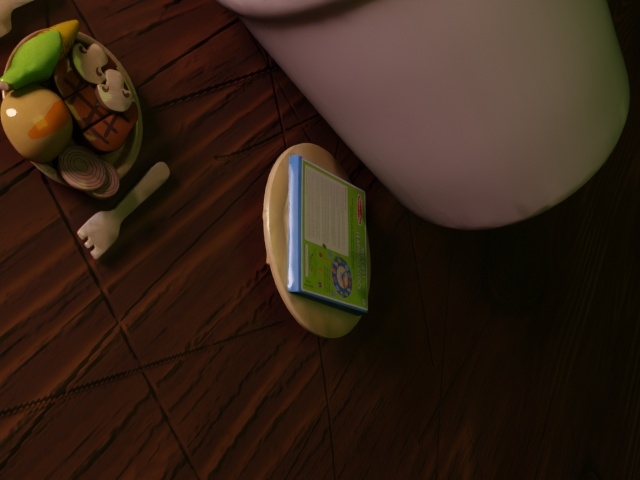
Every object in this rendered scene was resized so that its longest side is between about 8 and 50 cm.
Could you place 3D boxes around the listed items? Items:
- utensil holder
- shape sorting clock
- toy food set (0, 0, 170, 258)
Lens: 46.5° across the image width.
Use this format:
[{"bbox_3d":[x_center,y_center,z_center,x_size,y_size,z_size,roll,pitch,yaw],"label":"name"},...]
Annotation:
[{"bbox_3d":[0.116,-0.236,0.756,0.385,0.327,0.328,43,51,-44],"label":"utensil holder"},{"bbox_3d":[0.000,0.000,0.784,0.206,0.040,0.206,23,61,-51],"label":"shape sorting clock"},{"bbox_3d":[-0.178,-0.097,0.554,0.192,0.038,0.132,61,40,-27],"label":"toy food set"}]
